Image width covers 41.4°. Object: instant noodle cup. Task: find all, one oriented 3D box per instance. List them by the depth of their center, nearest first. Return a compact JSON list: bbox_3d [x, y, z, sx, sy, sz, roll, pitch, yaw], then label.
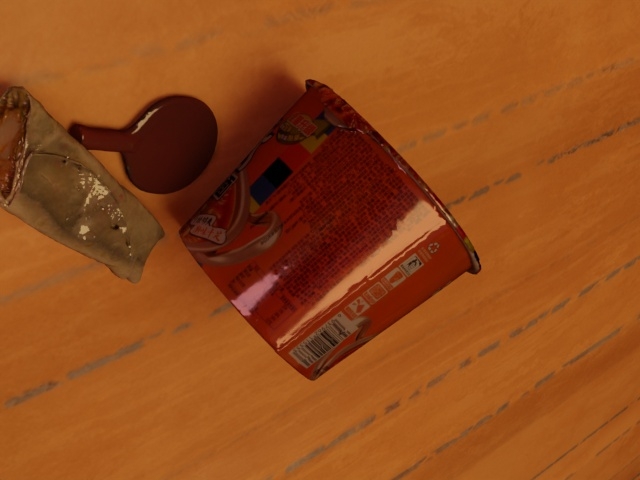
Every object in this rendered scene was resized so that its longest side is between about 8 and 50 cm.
[{"bbox_3d":[0.000,0.000,0.814,0.192,0.250,0.250,-42,141,-2],"label":"instant noodle cup"}]

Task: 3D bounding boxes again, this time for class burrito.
[{"bbox_3d":[-0.200,-0.029,0.706,0.087,0.060,0.226,-58,147,-11],"label":"burrito"}]

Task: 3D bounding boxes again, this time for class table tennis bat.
[{"bbox_3d":[-0.153,-0.086,0.758,0.155,0.019,0.098,-1,119,-48],"label":"table tennis bat"}]
